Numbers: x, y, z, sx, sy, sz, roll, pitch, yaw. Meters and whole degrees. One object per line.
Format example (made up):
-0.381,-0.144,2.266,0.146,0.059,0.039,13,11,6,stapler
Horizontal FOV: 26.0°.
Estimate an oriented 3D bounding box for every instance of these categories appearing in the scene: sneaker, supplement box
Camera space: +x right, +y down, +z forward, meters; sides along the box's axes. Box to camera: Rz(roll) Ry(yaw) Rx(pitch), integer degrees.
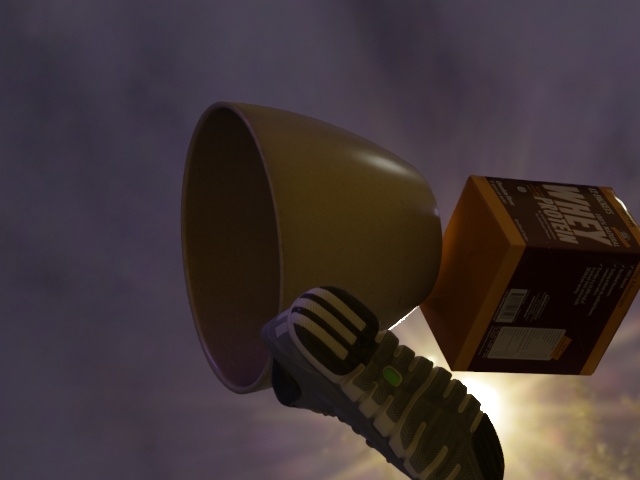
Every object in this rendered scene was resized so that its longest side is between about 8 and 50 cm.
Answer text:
0.041,0.133,1.120,0.229,0.132,0.086,48,-121,-10,sneaker
0.246,0.043,1.602,0.194,0.191,0.129,4,-143,-23,supplement box

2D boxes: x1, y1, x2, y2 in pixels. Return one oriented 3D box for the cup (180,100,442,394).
0.000,0.000,1.603,0.237,0.331,0.331,-5,-109,-23,cup
